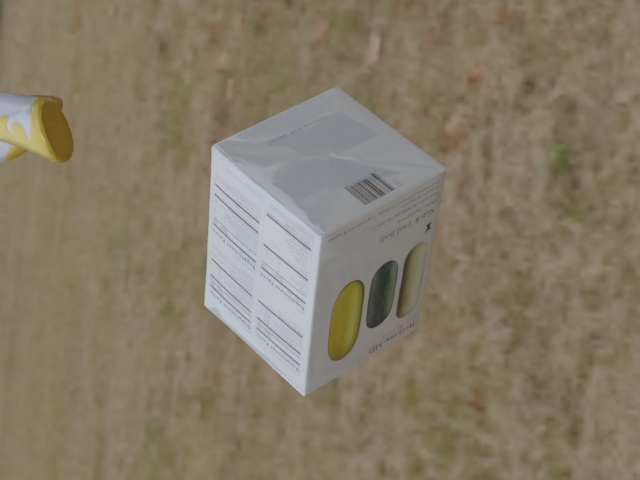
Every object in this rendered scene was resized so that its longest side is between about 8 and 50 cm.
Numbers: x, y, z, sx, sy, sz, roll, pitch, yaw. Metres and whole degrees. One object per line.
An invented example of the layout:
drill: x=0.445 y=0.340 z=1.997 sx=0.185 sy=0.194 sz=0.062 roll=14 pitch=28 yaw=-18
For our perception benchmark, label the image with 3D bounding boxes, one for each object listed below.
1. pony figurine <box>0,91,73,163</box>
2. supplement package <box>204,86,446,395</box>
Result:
pony figurine: x=-0.388 y=-0.178 z=1.264 sx=0.303 sy=0.363 sz=0.351 roll=-39 pitch=-67 yaw=-63
supplement package: x=0.000 y=0.000 z=1.870 sx=0.198 sy=0.199 sz=0.263 roll=40 pitch=142 yaw=31
